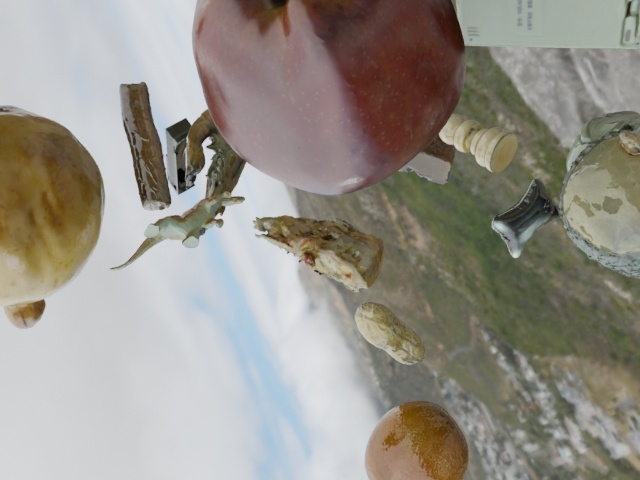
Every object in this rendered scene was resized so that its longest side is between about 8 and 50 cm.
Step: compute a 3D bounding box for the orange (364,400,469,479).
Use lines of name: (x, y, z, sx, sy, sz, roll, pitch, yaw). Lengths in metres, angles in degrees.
orange: (0.182, 0.409, 1.384, 0.206, 0.206, 0.206, -23, -90, -88)

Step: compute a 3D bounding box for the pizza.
pizza: (0.000, 0.000, 1.578, 0.189, 0.297, 0.071, -51, -21, -48)

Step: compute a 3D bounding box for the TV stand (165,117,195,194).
TV stand: (-0.284, -0.167, 1.481, 0.040, 0.049, 0.256, 54, 161, 11)

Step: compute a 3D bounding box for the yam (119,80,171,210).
yam: (-0.284, -0.156, 1.169, 0.057, 0.057, 0.241, 63, -170, -68)

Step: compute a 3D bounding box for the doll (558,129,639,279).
doll: (0.545, -0.042, 1.186, 0.350, 0.247, 0.247, 29, -150, -46)

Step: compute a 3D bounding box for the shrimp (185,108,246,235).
shrimp: (-0.198, -0.142, 1.340, 0.145, 0.059, 0.254, 50, -131, -42)

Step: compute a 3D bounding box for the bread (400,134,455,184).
bread: (0.168, -0.280, 2.016, 0.113, 0.417, 0.165, 97, -168, -46)

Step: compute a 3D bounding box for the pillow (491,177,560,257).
pillow: (0.377, -0.042, 1.332, 0.055, 0.136, 0.091, 39, 167, 42)

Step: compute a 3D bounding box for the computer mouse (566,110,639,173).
computer mouse: (0.752, -0.223, 1.925, 0.146, 0.429, 0.228, 18, 117, 37)

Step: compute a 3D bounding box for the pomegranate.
pomegranate: (-0.570, -0.032, 1.302, 0.410, 0.410, 0.410, -23, -90, -88)

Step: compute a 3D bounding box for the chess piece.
chess piece: (0.326, -0.220, 1.556, 0.170, 0.094, 0.094, 35, 162, 34)

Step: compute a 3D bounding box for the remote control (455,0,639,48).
remote control: (0.314, -0.298, 0.909, 0.123, 0.286, 0.038, 71, -147, -46)

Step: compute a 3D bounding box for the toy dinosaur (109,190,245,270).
toy dinosaur: (-0.229, -0.026, 1.154, 0.142, 0.212, 0.057, -87, -20, -70)

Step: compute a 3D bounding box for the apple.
apple: (0.009, -0.198, 0.785, 0.317, 0.288, 0.288, 53, -167, -63)

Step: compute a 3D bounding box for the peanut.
peanut: (0.138, 0.184, 1.413, 0.174, 0.080, 0.080, 38, -167, -21)
